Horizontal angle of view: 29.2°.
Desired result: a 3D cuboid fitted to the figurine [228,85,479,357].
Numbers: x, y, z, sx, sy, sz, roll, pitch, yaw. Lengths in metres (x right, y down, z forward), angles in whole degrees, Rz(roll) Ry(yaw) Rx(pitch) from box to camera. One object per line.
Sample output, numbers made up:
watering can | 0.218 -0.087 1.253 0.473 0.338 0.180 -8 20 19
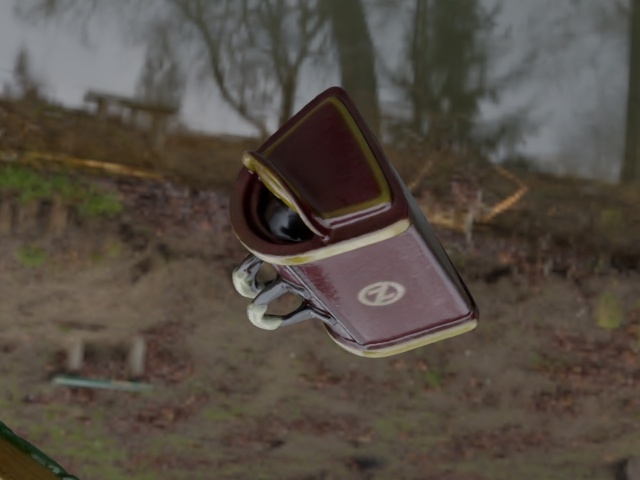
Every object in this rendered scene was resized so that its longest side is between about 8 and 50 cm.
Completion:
figurine | 0.000 0.000 0.565 0.098 0.082 0.154 -30 145 9

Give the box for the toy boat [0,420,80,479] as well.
toy boat | -0.241 0.182 0.945 0.089 0.088 0.229 -36 111 24
